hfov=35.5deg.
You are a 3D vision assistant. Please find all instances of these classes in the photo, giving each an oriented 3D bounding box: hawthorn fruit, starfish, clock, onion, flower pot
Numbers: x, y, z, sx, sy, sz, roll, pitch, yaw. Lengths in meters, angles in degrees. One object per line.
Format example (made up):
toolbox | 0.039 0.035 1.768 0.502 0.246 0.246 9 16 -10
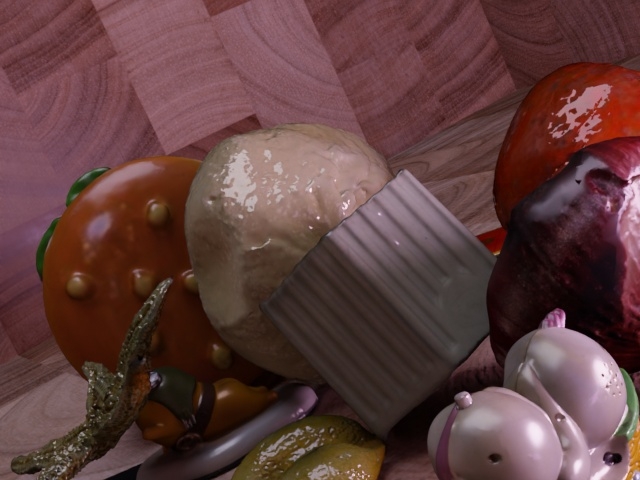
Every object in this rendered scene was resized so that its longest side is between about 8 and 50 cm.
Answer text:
hawthorn fruit | 0.315 -0.054 1.163 0.307 0.276 0.276 -44 13 -12
starfish | -0.259 0.192 1.163 0.347 0.078 0.358 -54 11 10
clock | 0.159 0.147 0.727 0.103 0.144 0.231 -17 13 48
onion | 0.279 0.038 0.892 0.272 0.272 0.195 -29 52 -25
flower pot | 0.078 0.064 1.050 0.239 0.189 0.209 -42 -6 -26

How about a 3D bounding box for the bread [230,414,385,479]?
bread | -0.025 0.232 1.000 0.187 0.065 0.149 -23 14 1

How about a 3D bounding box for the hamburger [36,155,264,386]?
hamburger | -0.221 0.048 1.490 0.395 0.396 0.277 -26 5 -7

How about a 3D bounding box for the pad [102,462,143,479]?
pad | -0.374 0.379 1.264 0.299 0.005 0.202 -24 10 5

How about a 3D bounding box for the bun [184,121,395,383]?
bun | 0.000 0.000 1.300 0.227 0.349 0.352 -21 19 37

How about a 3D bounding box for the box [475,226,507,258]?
box | 0.253 0.030 1.396 0.239 0.074 0.153 -21 14 21

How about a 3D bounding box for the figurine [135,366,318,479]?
figurine | -0.143 0.198 1.255 0.250 0.141 0.166 -28 8 -19
